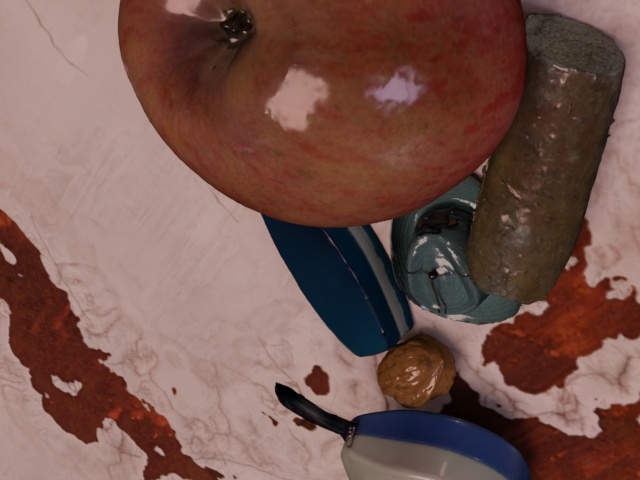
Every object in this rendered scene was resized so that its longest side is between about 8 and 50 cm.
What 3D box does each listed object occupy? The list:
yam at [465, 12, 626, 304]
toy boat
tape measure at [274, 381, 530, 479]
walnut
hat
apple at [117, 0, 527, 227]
[{"bbox_3d":[0.201,-0.068,0.891,0.106,0.106,0.259,21,129,18],"label":"yam"},{"bbox_3d":[0.000,0.000,1.087,0.096,0.062,0.299,-20,109,39],"label":"toy boat"},{"bbox_3d":[0.105,0.237,1.097,0.215,0.098,0.351,2,146,30],"label":"tape measure"},{"bbox_3d":[0.111,0.150,1.114,0.078,0.083,0.096,14,149,-30],"label":"walnut"},{"bbox_3d":[0.133,0.026,1.014,0.138,0.078,0.191,1,121,33],"label":"hat"},{"bbox_3d":[-0.011,-0.169,0.809,0.344,0.269,0.345,30,132,40],"label":"apple"}]
